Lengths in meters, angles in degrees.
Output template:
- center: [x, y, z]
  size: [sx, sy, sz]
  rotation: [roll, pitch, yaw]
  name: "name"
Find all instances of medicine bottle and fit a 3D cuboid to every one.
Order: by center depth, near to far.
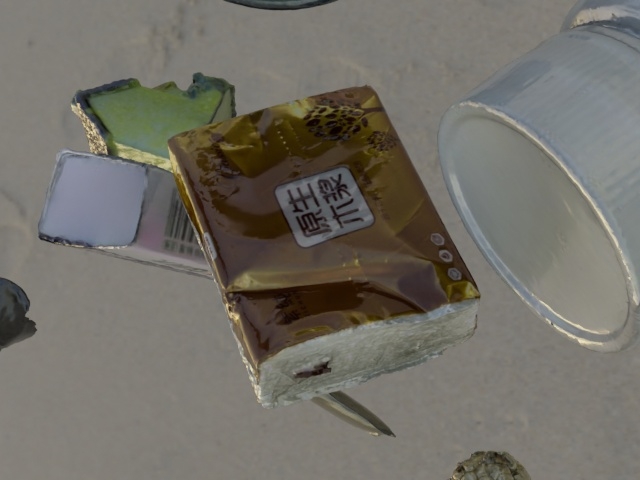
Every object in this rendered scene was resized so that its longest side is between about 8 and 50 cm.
- center: [0.277, -0.106, 0.766]
  size: [0.211, 0.371, 0.211]
  rotation: [49, 163, 20]
  name: "medicine bottle"

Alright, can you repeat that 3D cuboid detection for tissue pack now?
- center: [0.000, 0.000, 0.891]
  size: [0.092, 0.183, 0.226]
  rotation: [88, 161, -55]
  name: "tissue pack"

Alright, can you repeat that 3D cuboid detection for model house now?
- center: [-0.246, -0.150, 1.656]
  size: [0.194, 0.211, 0.170]
  rotation: [92, -163, -63]
  name: "model house"

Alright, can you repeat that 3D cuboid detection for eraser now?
- center: [-0.117, -0.010, 1.089]
  size: [0.130, 0.287, 0.086]
  rotation: [9, 85, 37]
  name: "eraser"

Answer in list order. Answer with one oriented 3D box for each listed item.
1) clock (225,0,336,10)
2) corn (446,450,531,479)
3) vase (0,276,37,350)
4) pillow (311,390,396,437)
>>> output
- center: [-0.025, -0.303, 0.815]
  size: [0.055, 0.280, 0.281]
  rotation: [-123, 47, -59]
  name: "clock"
- center: [0.177, 0.281, 1.000]
  size: [0.087, 0.087, 0.211]
  rotation: [-57, 44, 35]
  name: "corn"
- center: [-0.398, 0.122, 1.103]
  size: [0.115, 0.237, 0.115]
  rotation: [31, 145, 25]
  name: "vase"
- center: [0.003, 0.211, 1.566]
  size: [0.033, 0.217, 0.130]
  rotation: [-59, 10, -14]
  name: "pillow"
